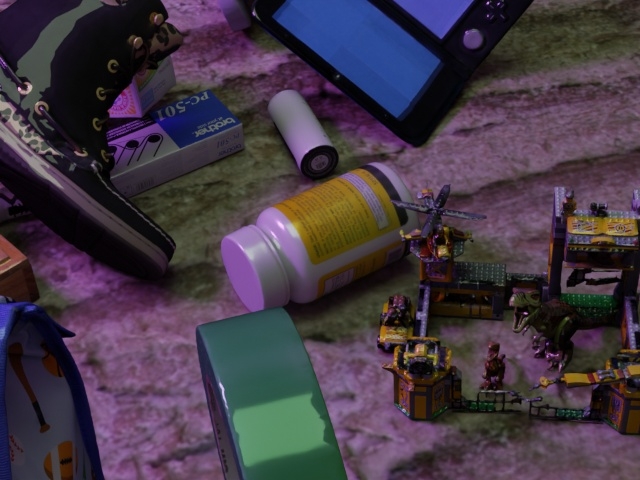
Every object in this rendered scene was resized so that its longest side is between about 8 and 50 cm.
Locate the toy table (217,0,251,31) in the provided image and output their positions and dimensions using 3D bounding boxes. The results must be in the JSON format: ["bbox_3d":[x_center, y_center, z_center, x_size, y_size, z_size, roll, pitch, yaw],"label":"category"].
[{"bbox_3d":[-0.092,-0.441,1.845,0.161,0.252,0.274,-20,55,6],"label":"toy table"}]

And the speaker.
[{"bbox_3d":[-0.024,-0.141,1.630,0.055,0.055,0.136,-16,44,-13],"label":"speaker"}]

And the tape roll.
[{"bbox_3d":[-0.032,0.218,1.037,0.077,0.321,0.321,-14,43,-9],"label":"tape roll"}]

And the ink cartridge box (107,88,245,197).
[{"bbox_3d":[-0.213,-0.124,1.633,0.207,0.046,0.097,-25,47,-21],"label":"ink cartridge box"}]

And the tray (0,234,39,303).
[{"bbox_3d":[-0.545,-0.004,1.510,0.203,0.076,0.411,-34,49,-29],"label":"tray"}]

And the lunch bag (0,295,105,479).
[{"bbox_3d":[-0.368,0.187,1.053,0.328,0.385,0.239,0,43,6],"label":"lunch bag"}]

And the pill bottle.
[{"bbox_3d":[0.000,0.000,1.424,0.208,0.119,0.119,-24,46,-21],"label":"pill bottle"}]

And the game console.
[{"bbox_3d":[0.104,-0.322,1.649,0.293,0.250,0.173,38,24,-4],"label":"game console"}]

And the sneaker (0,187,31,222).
[{"bbox_3d":[-0.377,-0.050,1.569,0.109,0.040,0.044,-33,52,-28],"label":"sneaker"}]

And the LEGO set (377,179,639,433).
[{"bbox_3d":[0.217,0.055,1.292,0.331,0.192,0.255,8,44,13],"label":"LEGO set"}]

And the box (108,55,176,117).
[{"bbox_3d":[-0.317,-0.235,1.687,0.203,0.103,0.114,2,32,21],"label":"box"}]

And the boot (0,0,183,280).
[{"bbox_3d":[-0.266,-0.159,1.485,0.377,0.138,0.284,38,66,2],"label":"boot"}]
